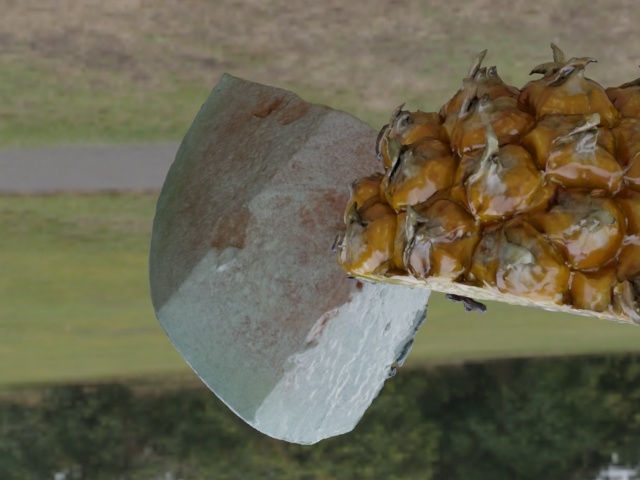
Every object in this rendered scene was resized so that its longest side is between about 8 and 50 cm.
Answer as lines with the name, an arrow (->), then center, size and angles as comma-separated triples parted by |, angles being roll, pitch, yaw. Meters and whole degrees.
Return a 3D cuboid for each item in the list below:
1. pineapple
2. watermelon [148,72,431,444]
pineapple -> 0.220, -0.041, 0.874 | 0.344, 0.209, 0.286 | 9, 178, -28
watermelon -> 0.000, 0.000, 1.153 | 0.258, 0.387, 0.228 | -32, 129, 29
